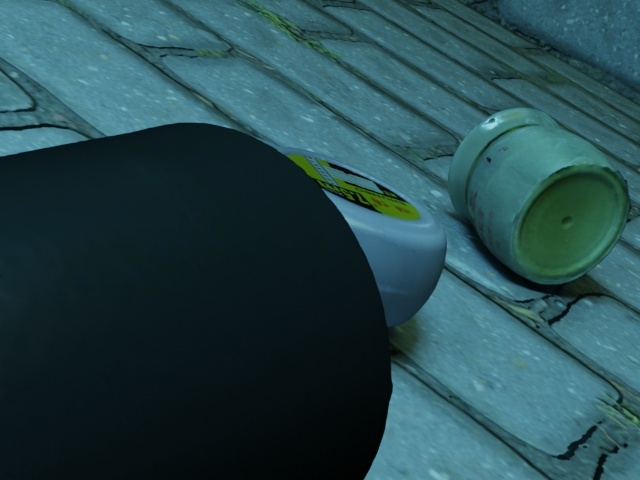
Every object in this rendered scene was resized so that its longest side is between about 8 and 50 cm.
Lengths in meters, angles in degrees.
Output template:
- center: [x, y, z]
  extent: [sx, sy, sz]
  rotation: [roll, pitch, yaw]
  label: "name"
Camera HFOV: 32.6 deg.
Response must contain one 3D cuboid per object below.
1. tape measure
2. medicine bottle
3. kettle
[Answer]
- center: [-0.001, 0.001, 0.833]
  extent: [0.196, 0.105, 0.178]
  rotation: [19, 16, -23]
  label: "tape measure"
- center: [0.219, -0.047, 1.117]
  extent: [0.147, 0.147, 0.143]
  rotation: [13, 22, -30]
  label: "medicine bottle"
- center: [-0.130, 0.100, 0.400]
  extent: [0.203, 0.262, 0.308]
  rotation: [-2, 9, 33]
  label: "kettle"
